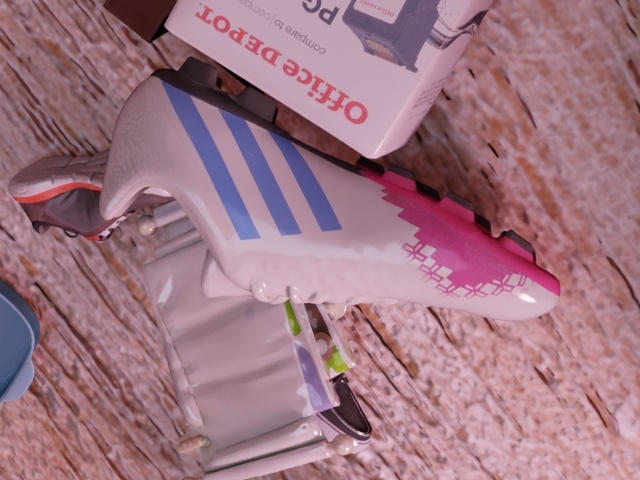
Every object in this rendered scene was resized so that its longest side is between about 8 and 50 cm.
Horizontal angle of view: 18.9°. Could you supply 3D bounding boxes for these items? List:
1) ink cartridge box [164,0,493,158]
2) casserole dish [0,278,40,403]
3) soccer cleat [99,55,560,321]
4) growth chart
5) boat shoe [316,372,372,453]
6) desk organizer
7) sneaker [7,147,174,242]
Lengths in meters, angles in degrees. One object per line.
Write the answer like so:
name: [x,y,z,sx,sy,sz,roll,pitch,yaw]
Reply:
ink cartridge box: [0.033,-0.197,1.264,0.172,0.100,0.237,33,108,8]
casserole dish: [-0.303,0.056,1.569,0.188,0.037,0.114,38,120,6]
soccer cleat: [0.000,0.000,1.345,0.331,0.116,0.143,28,90,5]
growth chart: [-0.053,0.064,1.432,0.172,0.021,0.237,-12,88,23]
boat shoe: [-0.006,0.098,1.453,0.040,0.049,0.142,-41,89,30]
desk organizer: [-0.088,-0.154,1.388,0.130,0.047,0.050,39,122,5]
sneaker: [-0.163,-0.031,1.469,0.158,0.061,0.065,0,121,33]
